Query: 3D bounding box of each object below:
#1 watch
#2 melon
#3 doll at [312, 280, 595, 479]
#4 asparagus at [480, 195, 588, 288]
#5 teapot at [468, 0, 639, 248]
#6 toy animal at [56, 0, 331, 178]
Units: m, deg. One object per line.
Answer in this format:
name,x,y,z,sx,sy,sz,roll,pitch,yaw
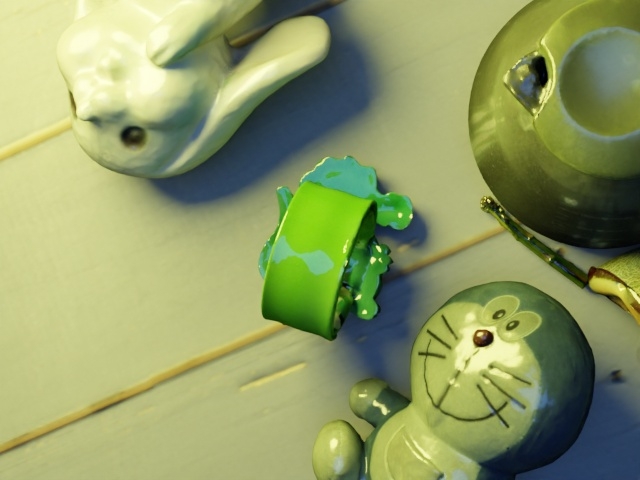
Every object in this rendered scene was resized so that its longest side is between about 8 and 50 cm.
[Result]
watch,0.000,0.000,1.119,0.131,0.152,0.165,19,92,12
melon,0.314,0.041,1.077,0.128,0.079,0.160,-33,44,-11
doll,0.130,0.160,1.085,0.228,0.154,0.258,43,108,44
asparagus,0.199,0.001,1.156,0.127,0.015,0.018,39,84,8
teapot,0.278,-0.092,1.037,0.321,0.239,0.239,31,94,7
toy animal,-0.136,-0.209,1.141,0.289,0.174,0.249,-38,73,16
